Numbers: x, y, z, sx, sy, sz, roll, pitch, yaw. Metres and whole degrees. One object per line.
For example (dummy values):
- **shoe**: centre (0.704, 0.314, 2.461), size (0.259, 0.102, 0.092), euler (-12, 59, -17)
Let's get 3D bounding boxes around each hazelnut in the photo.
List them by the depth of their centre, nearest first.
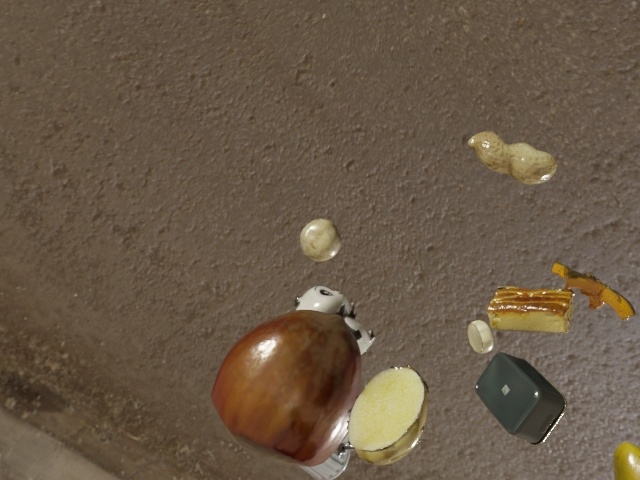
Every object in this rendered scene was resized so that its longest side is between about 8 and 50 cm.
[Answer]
- **hazelnut**: centre (-0.058, 0.340, 1.184), size (0.365, 0.366, 0.366), euler (3, 121, 5)

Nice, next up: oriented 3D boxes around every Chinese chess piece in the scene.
- **Chinese chess piece**: centre (0.600, 0.361, 1.894), size (0.051, 0.122, 0.122), euler (-11, 121, -9)

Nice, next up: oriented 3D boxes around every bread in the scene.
- **bread**: centre (0.782, 0.251, 1.874), size (0.274, 0.184, 0.114), euler (-1, 115, 36)

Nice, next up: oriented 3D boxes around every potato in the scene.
- **potato**: centre (0.136, 0.335, 0.950), size (0.164, 0.200, 0.081), euler (-17, 114, 35)

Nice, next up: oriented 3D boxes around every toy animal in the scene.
- **toy animal**: centre (0.036, 0.325, 1.976), size (0.310, 0.250, 0.251), euler (50, 125, 29)

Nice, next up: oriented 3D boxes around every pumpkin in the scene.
- **pumpkin**: centre (0.935, 0.169, 1.764), size (0.258, 0.290, 0.095), euler (34, 97, 6)

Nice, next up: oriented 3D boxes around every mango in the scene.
- **mango**: centre (0.516, 0.408, 0.804), size (0.076, 0.161, 0.103), euler (-5, 145, 6)

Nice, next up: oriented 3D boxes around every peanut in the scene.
- **peanut**: centre (0.487, -0.214, 1.296), size (0.227, 0.104, 0.086), euler (25, 148, 15)

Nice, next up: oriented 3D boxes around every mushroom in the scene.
- **mushroom**: centre (0.000, 0.000, 1.956), size (0.166, 0.127, 0.167), euler (-3, 77, 11)

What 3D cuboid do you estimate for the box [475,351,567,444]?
- **box**: centre (0.481, 0.380, 1.239), size (0.090, 0.201, 0.145), euler (23, 104, -20)

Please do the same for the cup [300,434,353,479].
- **cup**: centre (-0.003, 0.644, 1.629), size (0.221, 0.167, 0.202), euler (-38, 128, 3)
